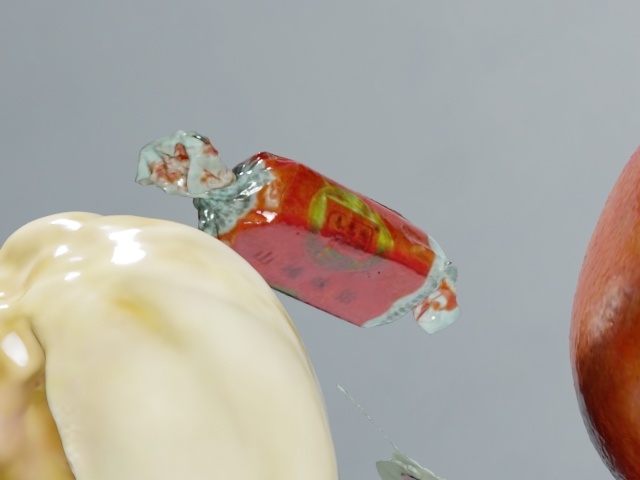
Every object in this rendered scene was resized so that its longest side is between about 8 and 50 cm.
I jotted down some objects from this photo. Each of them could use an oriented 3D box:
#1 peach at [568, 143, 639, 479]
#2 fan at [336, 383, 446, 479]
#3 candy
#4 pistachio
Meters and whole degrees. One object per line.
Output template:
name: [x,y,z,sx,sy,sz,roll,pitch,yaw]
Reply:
peach: [0.304,0.037,0.916,0.307,0.332,0.308,6,6,-1]
fan: [0.091,0.217,1.340,0.182,0.310,0.010,11,61,46]
candy: [-0.001,0.001,0.957,0.086,0.292,0.059,-41,40,31]
pistachio: [-0.096,0.137,0.670,0.229,0.321,0.238,-21,-23,16]
